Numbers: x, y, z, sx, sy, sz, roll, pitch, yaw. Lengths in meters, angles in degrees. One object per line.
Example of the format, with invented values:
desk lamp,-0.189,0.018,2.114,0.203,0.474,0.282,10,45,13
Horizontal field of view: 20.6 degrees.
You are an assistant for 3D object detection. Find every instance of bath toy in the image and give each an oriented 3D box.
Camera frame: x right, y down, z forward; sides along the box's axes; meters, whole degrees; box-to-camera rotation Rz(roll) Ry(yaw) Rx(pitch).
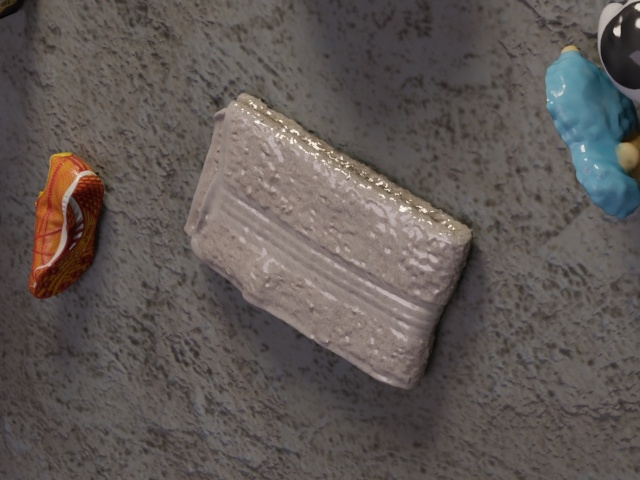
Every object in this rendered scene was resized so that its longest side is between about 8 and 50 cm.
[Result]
bath toy,0.323,-0.155,1.316,0.151,0.129,0.348,29,134,-22

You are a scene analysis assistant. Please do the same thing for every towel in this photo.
towel,0.000,0.000,1.659,0.282,0.049,0.187,31,126,19

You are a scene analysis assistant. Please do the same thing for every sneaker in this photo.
sneaker,-0.270,-0.015,1.840,0.067,0.064,0.175,45,127,34

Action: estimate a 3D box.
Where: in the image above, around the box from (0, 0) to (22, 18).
box,-0.473,-0.293,1.685,0.293,0.295,0.073,42,131,12
